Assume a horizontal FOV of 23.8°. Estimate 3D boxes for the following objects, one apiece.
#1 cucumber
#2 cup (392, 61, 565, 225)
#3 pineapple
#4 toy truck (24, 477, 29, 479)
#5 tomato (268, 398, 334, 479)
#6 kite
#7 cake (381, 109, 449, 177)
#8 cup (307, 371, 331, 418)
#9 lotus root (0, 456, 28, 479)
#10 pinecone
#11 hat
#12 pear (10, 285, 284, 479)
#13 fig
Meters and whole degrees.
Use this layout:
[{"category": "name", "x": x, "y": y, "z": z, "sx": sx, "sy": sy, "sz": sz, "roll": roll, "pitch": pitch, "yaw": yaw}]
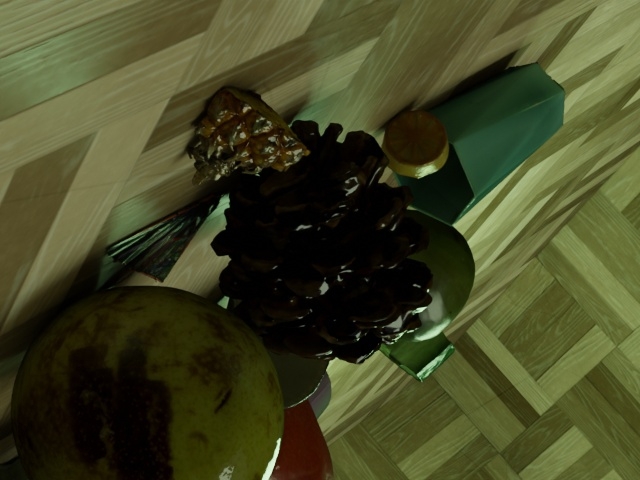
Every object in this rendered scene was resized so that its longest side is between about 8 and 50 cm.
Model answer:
[{"category": "cucumber", "x": 0.145, "y": 0.159, "z": 2.746, "sx": 0.130, "sy": 0.191, "sz": 0.191, "roll": -41, "pitch": 169, "yaw": 2}, {"category": "cup", "x": 0.211, "y": -0.138, "z": 1.992, "sx": 0.235, "sy": 0.148, "sz": 0.134, "roll": -37, "pitch": 142, "yaw": -37}, {"category": "pineapple", "x": -0.081, "y": -0.094, "z": 1.385, "sx": 0.114, "sy": 0.077, "sz": 0.114, "roll": -34, "pitch": 137, "yaw": 22}, {"category": "toy truck", "x": -0.310, "y": 0.405, "z": 1.739, "sx": 0.305, "sy": 0.136, "sz": 0.162, "roll": -61, "pitch": 164, "yaw": -5}, {"category": "tomato", "x": -0.150, "y": 0.308, "z": 2.086, "sx": 0.341, "sy": 0.273, "sz": 0.341, "roll": -8, "pitch": 148, "yaw": -5}, {"category": "kite", "x": -0.167, "y": 0.012, "z": 1.587, "sx": 0.183, "sy": 0.014, "sz": 0.241, "roll": -39, "pitch": 170, "yaw": -5}, {"category": "cake", "x": 0.116, "y": -0.117, "z": 1.850, "sx": 0.084, "sy": 0.084, "sz": 0.044, "roll": -38, "pitch": 164, "yaw": -13}, {"category": "cup", "x": -0.104, "y": 0.287, "z": 2.426, "sx": 0.203, "sy": 0.203, "sz": 0.288, "roll": -49, "pitch": 173, "yaw": 34}, {"category": "lotus root", "x": -0.387, "y": 0.355, "z": 1.882, "sx": 0.138, "sy": 0.119, "sz": 0.235, "roll": -45, "pitch": 169, "yaw": 17}, {"category": "pinecone", "x": 0.000, "y": 0.011, "z": 1.578, "sx": 0.243, "sy": 0.243, "sz": 0.257, "roll": -37, "pitch": 147, "yaw": -17}, {"category": "hat", "x": -0.118, "y": 0.174, "z": 1.908, "sx": 0.214, "sy": 0.244, "sz": 0.149, "roll": -31, "pitch": 144, "yaw": -35}, {"category": "pear", "x": -0.174, "y": 0.183, "z": 1.508, "sx": 0.283, "sy": 0.283, "sz": 0.283, "roll": -39, "pitch": 168, "yaw": -10}, {"category": "fig", "x": 0.124, "y": 0.037, "z": 2.269, "sx": 0.203, "sy": 0.203, "sz": 0.225, "roll": -40, "pitch": 130, "yaw": -6}]
